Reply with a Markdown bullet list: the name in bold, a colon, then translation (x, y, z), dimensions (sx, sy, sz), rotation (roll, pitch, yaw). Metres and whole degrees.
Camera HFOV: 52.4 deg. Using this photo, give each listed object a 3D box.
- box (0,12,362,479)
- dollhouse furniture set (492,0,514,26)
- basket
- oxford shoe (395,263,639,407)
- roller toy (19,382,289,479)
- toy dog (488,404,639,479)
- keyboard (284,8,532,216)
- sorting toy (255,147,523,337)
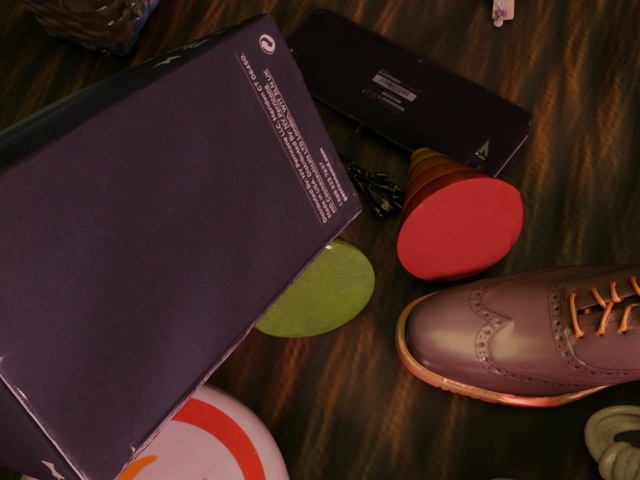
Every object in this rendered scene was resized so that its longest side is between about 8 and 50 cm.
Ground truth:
- **box**: translation (-0.181, -0.004, 0.490), dimensions (0.296, 0.183, 0.294), rotation (-6, 31, 41)
- **dollhouse furniture set**: translation (0.196, -0.306, 0.815), dimensions (0.114, 0.091, 0.081), rotation (9, 105, 35)
- **basket**: translation (-0.282, -0.386, 0.753), dimensions (0.201, 0.289, 0.255), rotation (16, 69, 20)
- **oxford shoe**: translation (0.245, 0.059, 0.550), dimensions (0.363, 0.133, 0.130), rotation (-5, 60, 4)
- **roller toy**: translation (-0.129, 0.214, 0.491), dimensions (0.191, 0.146, 0.209), rotation (29, 53, -5)
- **toy dog**: translation (0.265, 0.262, 0.422), dimensions (0.220, 0.333, 0.161), rotation (-20, 105, -21)
- **keyboard**: translation (0.060, -0.138, 0.734), dimensions (0.317, 0.033, 0.201), rotation (34, 71, 22)
- **sorting toy**: translation (0.000, 0.000, 0.631), dimensions (0.365, 0.127, 0.126), rotation (-22, 45, 6)
